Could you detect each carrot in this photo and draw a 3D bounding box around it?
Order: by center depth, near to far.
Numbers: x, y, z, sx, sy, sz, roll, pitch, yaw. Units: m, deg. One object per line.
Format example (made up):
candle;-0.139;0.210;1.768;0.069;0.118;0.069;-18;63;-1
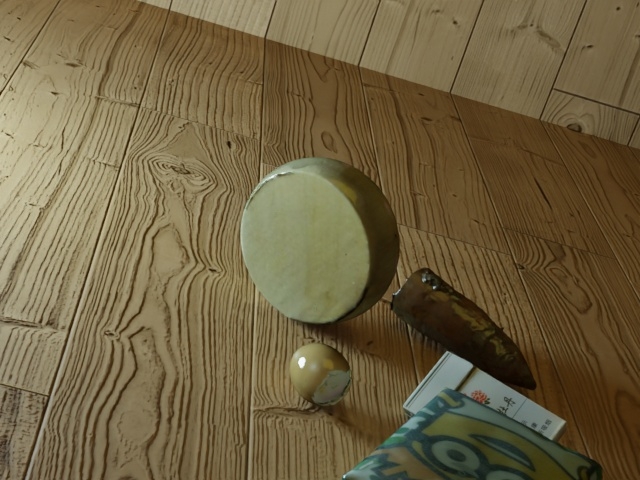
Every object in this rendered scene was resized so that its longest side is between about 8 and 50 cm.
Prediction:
carrot;0.230;0.148;2.076;0.263;0.102;0.102;38;29;28

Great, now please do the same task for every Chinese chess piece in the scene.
Chinese chess piece;0.000;0.000;1.998;0.250;0.251;0.097;29;30;24

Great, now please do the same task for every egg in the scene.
egg;-0.003;0.176;1.813;0.080;0.080;0.096;2;31;-35

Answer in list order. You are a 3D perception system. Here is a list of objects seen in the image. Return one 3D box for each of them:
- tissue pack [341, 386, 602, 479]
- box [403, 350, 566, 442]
tissue pack;0.173;0.311;1.574;0.228;0.128;0.311;25;22;20
box;0.222;0.241;1.832;0.198;0.029;0.109;30;64;26
